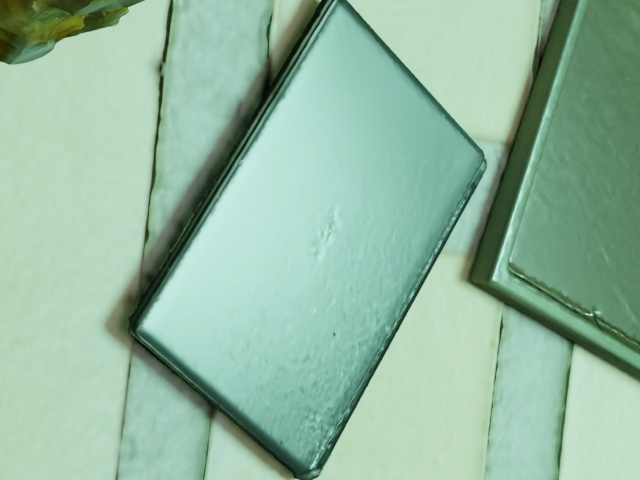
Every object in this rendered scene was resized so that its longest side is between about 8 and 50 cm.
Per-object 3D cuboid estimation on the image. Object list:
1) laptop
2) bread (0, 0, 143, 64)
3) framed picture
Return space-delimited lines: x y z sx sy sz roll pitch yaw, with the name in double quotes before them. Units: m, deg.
"laptop" 0.000 0.000 0.787 0.129 0.016 0.180 44 65 -34
"bread" -0.092 -0.140 0.615 0.127 0.152 0.147 -16 95 -40
"framed picture" 0.196 -0.016 0.954 0.265 0.018 0.192 30 74 -38
